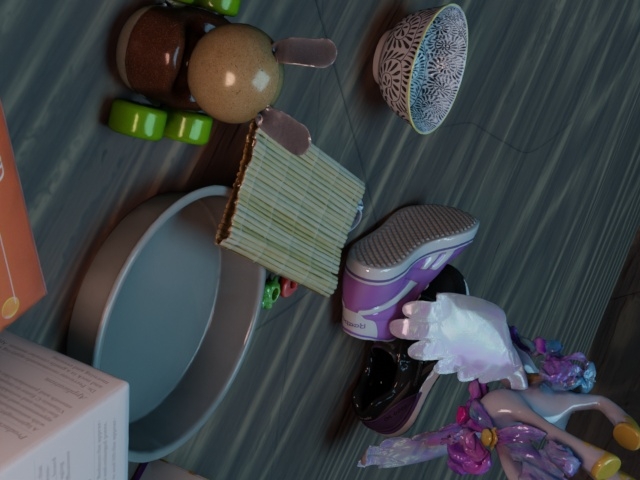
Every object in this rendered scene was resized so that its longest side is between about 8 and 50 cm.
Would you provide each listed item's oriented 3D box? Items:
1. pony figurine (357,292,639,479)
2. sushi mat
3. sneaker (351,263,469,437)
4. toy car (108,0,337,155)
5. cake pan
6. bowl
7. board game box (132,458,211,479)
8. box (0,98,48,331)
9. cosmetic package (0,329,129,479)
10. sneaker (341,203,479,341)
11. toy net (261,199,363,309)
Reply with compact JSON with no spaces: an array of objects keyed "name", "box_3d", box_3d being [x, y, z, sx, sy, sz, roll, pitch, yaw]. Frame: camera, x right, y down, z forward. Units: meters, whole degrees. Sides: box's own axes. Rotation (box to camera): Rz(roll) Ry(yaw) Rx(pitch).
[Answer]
[{"name":"pony figurine","box_3d":[0.264,0.246,1.689,0.351,0.363,0.303,-1,122,-35]},{"name":"sushi mat","box_3d":[-0.024,-0.033,1.322,0.316,0.019,0.151,30,73,-65]},{"name":"sneaker","box_3d":[0.137,0.154,1.788,0.283,0.107,0.124,-66,148,-12]},{"name":"toy car","box_3d":[-0.074,-0.150,1.063,0.149,0.188,0.155,-3,109,-63]},{"name":"cake pan","box_3d":[-0.155,0.079,1.208,0.293,0.054,0.293,-42,141,-46]},{"name":"bowl","box_3d":[0.119,-0.228,1.522,0.170,0.080,0.170,-42,142,-45]},{"name":"board game box","box_3d":[-0.125,0.375,1.358,0.144,0.142,0.275,-62,152,-20]},{"name":"box","box_3d":[-0.344,0.021,0.652,0.345,0.168,0.215,-46,144,-41]},{"name":"cosmetic package","box_3d":[-0.267,0.188,0.945,0.183,0.151,0.151,-32,135,-52]},{"name":"sneaker","box_3d":[0.120,0.050,1.699,0.282,0.102,0.161,-25,132,-43]},{"name":"toy net","box_3d":[0.000,0.000,1.474,0.232,0.045,0.122,-37,137,-50]}]
